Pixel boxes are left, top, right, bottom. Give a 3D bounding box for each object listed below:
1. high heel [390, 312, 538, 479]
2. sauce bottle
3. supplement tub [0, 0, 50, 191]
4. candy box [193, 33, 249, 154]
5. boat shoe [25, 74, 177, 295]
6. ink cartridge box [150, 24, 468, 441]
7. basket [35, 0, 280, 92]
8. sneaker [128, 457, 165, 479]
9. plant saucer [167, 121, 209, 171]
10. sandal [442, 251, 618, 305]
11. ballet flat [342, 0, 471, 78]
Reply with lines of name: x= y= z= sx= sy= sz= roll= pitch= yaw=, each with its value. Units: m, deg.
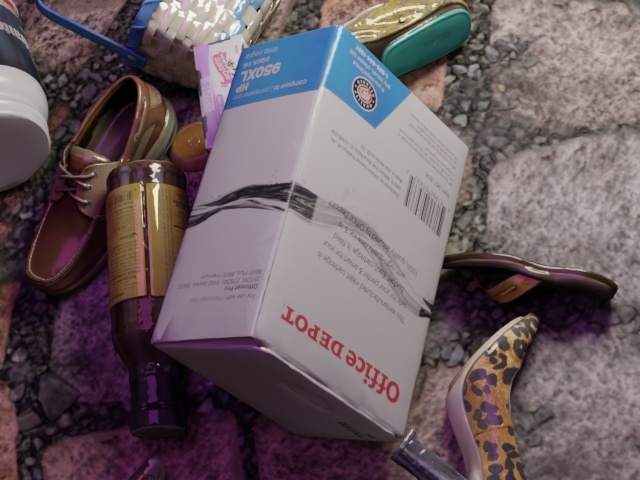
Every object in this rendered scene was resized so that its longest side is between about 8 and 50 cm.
high heel: x=0.224 y=0.218 z=1.527 sx=0.186 sy=0.093 sz=0.261 roll=39 pitch=64 yaw=8
sauce bottle: x=-0.213 y=0.074 z=1.675 sx=0.111 sy=0.111 sz=0.345 roll=-8 pitch=69 yaw=10
supplement tub: x=-0.493 y=-0.220 z=1.878 sx=0.191 sy=0.191 sz=0.272 roll=-24 pitch=58 yaw=0
candy box: x=-0.096 y=-0.140 z=1.727 sx=0.070 sy=0.196 sz=0.165 roll=-14 pitch=58 yaw=8
boat shoe: x=-0.311 y=-0.083 z=1.792 sx=0.123 sy=0.116 sz=0.324 roll=16 pitch=71 yaw=23
ink cartridge box: x=0.000 y=0.000 z=1.548 sx=0.166 sy=0.285 sz=0.395 roll=-6 pitch=58 yaw=39
basket: x=-0.217 y=-0.347 z=1.856 sx=0.289 sy=0.201 sz=0.255 roll=34 pitch=70 yaw=-5
sneaker: x=-0.251 y=0.317 z=1.589 sx=0.064 sy=0.061 sz=0.158 roll=27 pitch=70 yaw=33
plant saucer: x=-0.174 y=-0.134 z=1.851 sx=0.083 sy=0.015 sz=0.083 roll=-6 pitch=59 yaw=11
sandal: x=0.245 y=0.053 z=1.610 sx=0.219 sy=0.090 sz=0.060 roll=12 pitch=86 yaw=13
ballet flat: x=0.045 y=-0.247 z=1.773 sx=0.348 sy=0.123 sz=0.123 roll=-31 pitch=56 yaw=-25
